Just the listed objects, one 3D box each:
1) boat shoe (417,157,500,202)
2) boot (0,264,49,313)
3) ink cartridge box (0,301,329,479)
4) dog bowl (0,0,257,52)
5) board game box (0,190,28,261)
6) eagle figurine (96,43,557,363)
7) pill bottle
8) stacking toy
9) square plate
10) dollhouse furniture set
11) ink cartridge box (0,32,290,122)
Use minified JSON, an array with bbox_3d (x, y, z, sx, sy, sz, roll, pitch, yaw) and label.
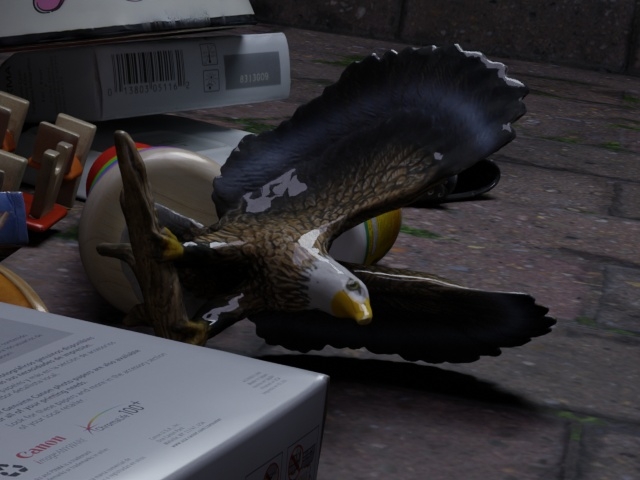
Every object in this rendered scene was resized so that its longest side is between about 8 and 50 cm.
[{"bbox_3d":[0.130,-0.076,1.804,0.076,0.080,0.228,16,9,37],"label":"boat shoe"},{"bbox_3d":[-0.315,0.070,0.967,0.211,0.104,0.295,-13,19,-41],"label":"boot"},{"bbox_3d":[-0.182,0.129,0.699,0.272,0.130,0.309,11,14,23],"label":"ink cartridge box"},{"bbox_3d":[-0.280,-0.293,1.746,0.408,0.150,0.408,-6,7,1],"label":"dog bowl"},{"bbox_3d":[-0.361,0.000,1.170,0.243,0.042,0.165,0,-11,-28],"label":"board game box"},{"bbox_3d":[0.006,0.007,1.134,0.298,0.226,0.225,-18,61,-24],"label":"eagle figurine"},{"bbox_3d":[0.008,-0.019,1.412,0.118,0.117,0.208,11,14,14],"label":"pill bottle"},{"bbox_3d":[-0.150,-0.028,1.379,0.141,0.141,0.330,4,9,-12],"label":"stacking toy"},{"bbox_3d":[-0.164,-0.090,1.755,0.344,0.049,0.347,14,16,28],"label":"square plate"},{"bbox_3d":[-0.366,-0.062,1.460,0.259,0.135,0.262,20,15,5],"label":"dollhouse furniture set"},{"bbox_3d":[-0.278,-0.201,1.905,0.385,0.091,0.308,5,12,41],"label":"ink cartridge box"}]
